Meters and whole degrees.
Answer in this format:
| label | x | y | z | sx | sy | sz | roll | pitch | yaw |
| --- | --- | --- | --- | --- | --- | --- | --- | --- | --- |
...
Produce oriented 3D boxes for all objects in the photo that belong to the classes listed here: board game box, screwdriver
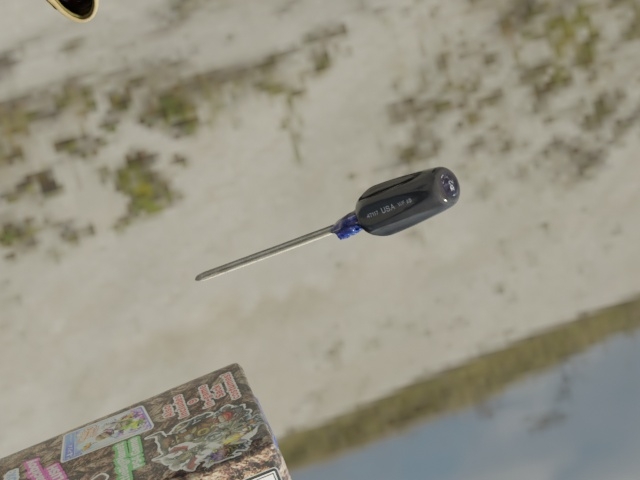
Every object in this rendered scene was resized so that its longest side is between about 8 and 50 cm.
| label | x | y | z | sx | sy | sz | roll | pitch | yaw |
| --- | --- | --- | --- | --- | --- | --- | --- | --- | --- |
| board game box | -0.135 | 0.252 | 1.224 | 0.291 | 0.232 | 0.141 | -22 | -159 | -5 |
| screwdriver | 0.000 | 0.000 | 0.894 | 0.170 | 0.025 | 0.024 | -26 | -154 | 44 |

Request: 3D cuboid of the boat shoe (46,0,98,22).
| label | x | y | z | sx | sy | sz | roll | pitch | yaw |
| --- | --- | --- | --- | --- | --- | --- | --- | --- | --- |
| boat shoe | -0.171 | -0.191 | 1.191 | 0.050 | 0.135 | 0.045 | -28 | -134 | 6 |
